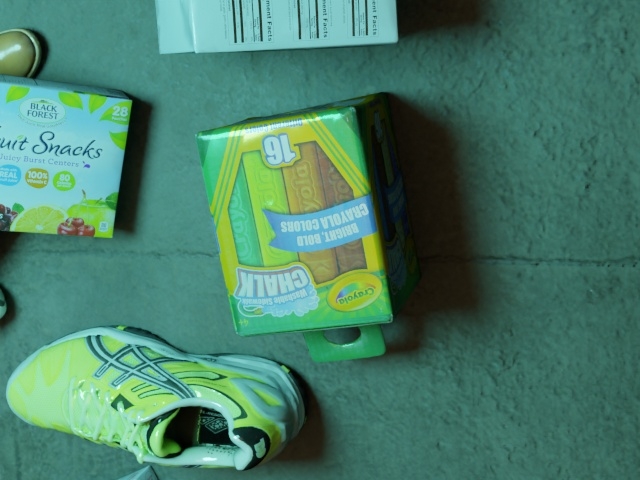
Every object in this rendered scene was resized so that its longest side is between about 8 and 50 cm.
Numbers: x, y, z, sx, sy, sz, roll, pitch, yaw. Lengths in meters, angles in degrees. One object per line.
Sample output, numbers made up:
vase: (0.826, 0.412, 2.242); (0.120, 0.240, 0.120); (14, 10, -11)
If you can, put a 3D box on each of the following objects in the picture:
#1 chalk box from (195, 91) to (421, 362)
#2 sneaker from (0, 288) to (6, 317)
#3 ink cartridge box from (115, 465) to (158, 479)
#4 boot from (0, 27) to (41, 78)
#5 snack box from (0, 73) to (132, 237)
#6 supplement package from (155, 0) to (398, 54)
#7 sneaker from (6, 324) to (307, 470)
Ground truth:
chalk box: (0.000, 0.000, 1.124); (0.180, 0.179, 0.288); (-9, 99, 17)
sneaker: (-0.539, 0.135, 1.342); (0.297, 0.111, 0.129); (-21, 122, 7)
ink cartridge box: (-0.266, 0.350, 1.310); (0.181, 0.104, 0.061); (-26, 95, 18)
boot: (-0.438, -0.188, 1.211); (0.197, 0.152, 0.073); (-26, 94, 18)
snack box: (-0.338, -0.100, 1.194); (0.207, 0.070, 0.174); (5, 106, -26)
supplement package: (-0.053, -0.266, 1.033); (0.203, 0.194, 0.149); (-7, 102, -18)
sneaker: (-0.216, 0.194, 1.241); (0.385, 0.147, 0.145); (1, 104, 16)
